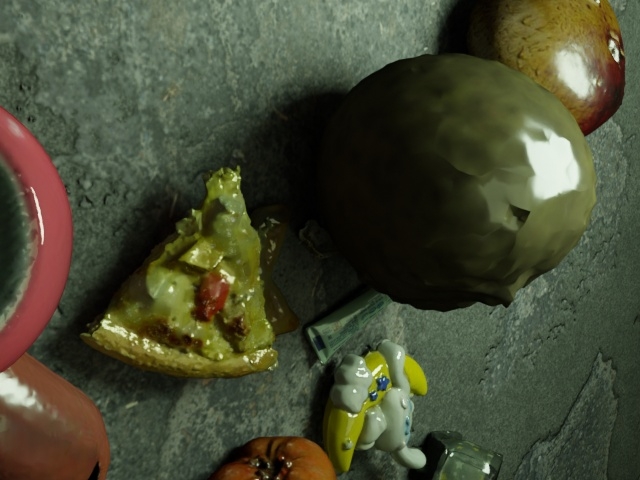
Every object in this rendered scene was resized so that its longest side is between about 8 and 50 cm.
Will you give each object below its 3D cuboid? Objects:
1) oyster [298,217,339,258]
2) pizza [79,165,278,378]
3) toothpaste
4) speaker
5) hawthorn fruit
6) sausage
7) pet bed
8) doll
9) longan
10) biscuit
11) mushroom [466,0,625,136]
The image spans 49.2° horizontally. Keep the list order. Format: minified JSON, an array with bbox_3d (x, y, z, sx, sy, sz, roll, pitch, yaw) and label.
[{"bbox_3d":[-0.001,0.003,1.095,0.093,0.034,0.051,43,57,-30],"label":"oyster"},{"bbox_3d":[-0.152,0.043,0.888,0.280,0.075,0.287,5,105,-28],"label":"pizza"},{"bbox_3d":[0.085,0.106,1.194,0.268,0.047,0.069,-36,143,-26],"label":"toothpaste"},{"bbox_3d":[-0.373,0.000,0.592,0.294,0.294,0.294,-14,112,-39],"label":"speaker"},{"bbox_3d":[-0.067,0.425,1.060,0.207,0.207,0.243,-29,126,-33],"label":"hawthorn fruit"},{"bbox_3d":[-0.343,0.206,0.763,0.152,0.152,0.279,-50,131,-19],"label":"sausage"},{"bbox_3d":[0.261,0.508,1.415,0.183,0.159,0.210,11,98,-70],"label":"pet bed"},{"bbox_3d":[0.107,0.300,1.228,0.237,0.111,0.252,-1,95,-44],"label":"doll"},{"bbox_3d":[0.181,-0.074,1.003,0.391,0.391,0.391,-14,112,-39],"label":"longan"},{"bbox_3d":[-0.105,0.057,1.004,0.164,0.047,0.207,-16,114,-35],"label":"biscuit"},{"bbox_3d":[0.383,-0.289,1.253,0.331,0.356,0.334,-37,87,-26],"label":"mushroom"}]
